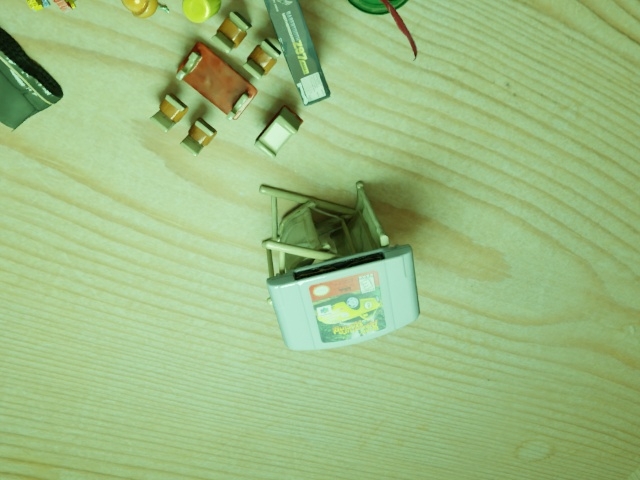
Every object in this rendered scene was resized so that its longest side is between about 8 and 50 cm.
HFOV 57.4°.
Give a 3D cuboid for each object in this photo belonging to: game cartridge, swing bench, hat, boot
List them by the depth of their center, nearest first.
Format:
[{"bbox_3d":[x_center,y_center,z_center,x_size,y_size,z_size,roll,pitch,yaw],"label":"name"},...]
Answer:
[{"bbox_3d":[0.133,-0.479,1.060,0.208,0.183,0.173,34,110,-25],"label":"hat"},{"bbox_3d":[-0.615,-0.308,1.108,0.137,0.077,0.198,-31,119,15],"label":"boot"},{"bbox_3d":[0.054,0.125,1.189,0.294,0.060,0.196,-14,126,-1],"label":"game cartridge"},{"bbox_3d":[0.000,0.000,1.284,0.254,0.253,0.165,-3,121,-7],"label":"swing bench"}]

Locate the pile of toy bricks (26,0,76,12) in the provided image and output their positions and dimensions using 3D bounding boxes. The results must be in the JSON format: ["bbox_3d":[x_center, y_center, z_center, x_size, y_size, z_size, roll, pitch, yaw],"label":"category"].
[{"bbox_3d":[-0.522,-0.482,0.996,0.118,0.105,0.212,-21,121,3],"label":"pile of toy bricks"}]

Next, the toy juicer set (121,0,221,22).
[{"bbox_3d":[-0.299,-0.547,1.014,0.209,0.089,0.329,0,130,5],"label":"toy juicer set"}]

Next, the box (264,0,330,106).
[{"bbox_3d":[-0.054,-0.388,1.085,0.059,0.183,0.233,-20,121,2],"label":"box"}]

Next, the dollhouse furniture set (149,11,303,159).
[{"bbox_3d":[-0.166,-0.285,1.184,0.259,0.135,0.262,39,108,-15],"label":"dollhouse furniture set"}]
